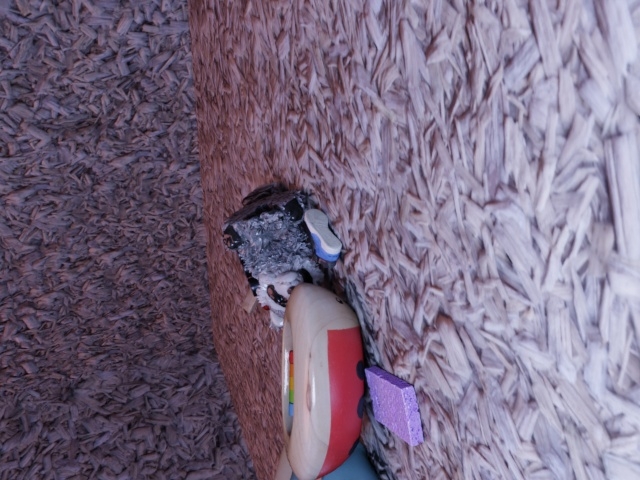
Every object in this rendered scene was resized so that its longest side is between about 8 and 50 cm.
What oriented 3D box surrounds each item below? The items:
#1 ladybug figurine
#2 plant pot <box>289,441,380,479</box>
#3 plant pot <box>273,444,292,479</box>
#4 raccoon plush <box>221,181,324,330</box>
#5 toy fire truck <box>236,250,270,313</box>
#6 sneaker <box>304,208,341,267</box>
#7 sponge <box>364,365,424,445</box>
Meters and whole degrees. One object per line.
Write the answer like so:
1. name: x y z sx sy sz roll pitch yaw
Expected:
1. ladybug figurine: 0.005 0.319 1.828 0.305 0.162 0.449 -179 89 -80
2. plant pot: 0.036 0.613 1.923 0.255 0.272 0.271 -98 6 -49
3. plant pot: -0.017 0.634 2.179 0.256 0.257 0.274 109 163 -62
4. raccoon plush: -0.076 0.025 2.103 0.446 0.216 0.299 -63 -47 -67
5. toy fire truck: -0.177 0.141 2.501 0.246 0.159 0.217 77 169 -48
6. sneaker: -0.001 0.000 1.890 0.152 0.058 0.084 56 146 38
7. sponge: 0.149 0.335 1.678 0.210 0.031 0.117 -171 69 -74
